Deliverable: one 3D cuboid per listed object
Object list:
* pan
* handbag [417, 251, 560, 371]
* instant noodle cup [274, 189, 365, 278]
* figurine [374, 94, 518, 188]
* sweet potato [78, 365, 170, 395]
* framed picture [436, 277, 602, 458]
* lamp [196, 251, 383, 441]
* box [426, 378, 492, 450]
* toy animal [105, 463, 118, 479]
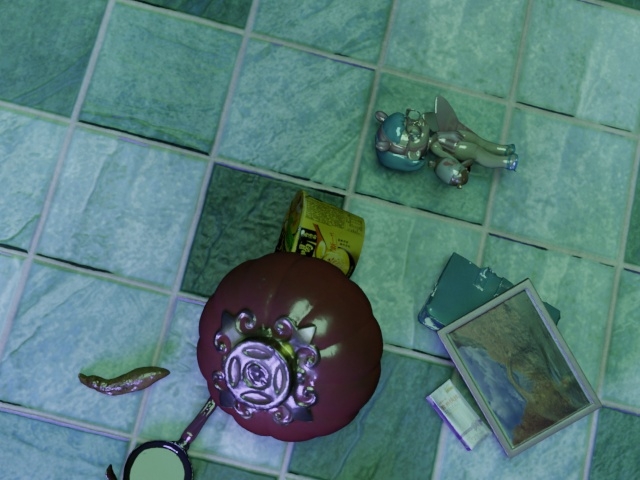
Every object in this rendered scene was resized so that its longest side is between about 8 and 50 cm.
[{"bbox_3d":[-0.233,0.339,1.790,0.115,0.040,0.212,36,81,4],"label":"pan"},{"bbox_3d":[0.294,0.129,1.903,0.221,0.057,0.144,30,70,2],"label":"handbag"},{"bbox_3d":[0.000,0.000,1.864,0.122,0.151,0.151,15,74,-15],"label":"instant noodle cup"},{"bbox_3d":[0.217,-0.146,1.933,0.260,0.103,0.205,9,49,-8],"label":"figurine"},{"bbox_3d":[-0.322,0.231,1.814,0.153,0.038,0.041,-5,52,0],"label":"sweet potato"},{"bbox_3d":[0.331,0.213,1.845,0.184,0.016,0.250,-29,90,0],"label":"framed picture"},{"bbox_3d":[-0.048,0.167,1.739,0.303,0.257,0.303,7,108,22],"label":"lamp"},{"bbox_3d":[0.233,0.293,1.859,0.050,0.036,0.117,-34,80,-14],"label":"box"},{"bbox_3d":[-0.299,0.457,1.739,0.105,0.070,0.202,-40,89,0],"label":"toy animal"}]
